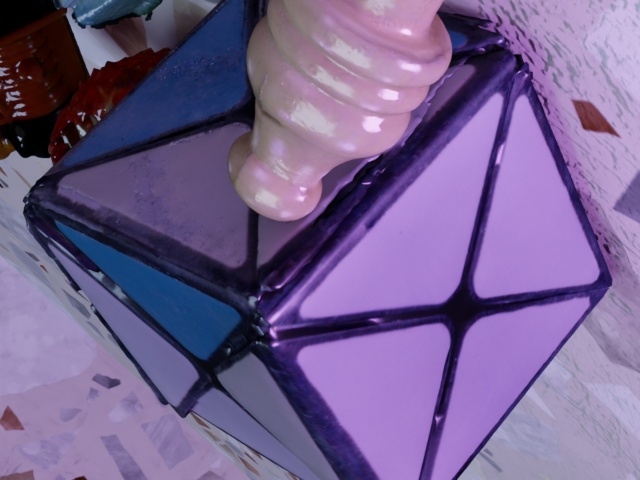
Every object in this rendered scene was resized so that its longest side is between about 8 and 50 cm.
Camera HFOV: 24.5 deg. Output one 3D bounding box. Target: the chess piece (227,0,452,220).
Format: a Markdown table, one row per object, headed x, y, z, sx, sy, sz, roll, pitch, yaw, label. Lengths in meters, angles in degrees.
| x | y | z | sx | sy | sz | roll | pitch | yaw | label |
| --- | --- | --- | --- | --- | --- | --- | --- | --- | --- |
| 0.028 | -0.128 | 0.882 | 0.139 | 0.124 | 0.307 | 28 | 126 | -2 | chess piece |

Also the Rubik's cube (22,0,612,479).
| x | y | z | sx | sy | sz | roll | pitch | yaw | label |
| --- | --- | --- | --- | --- | --- | --- | --- | --- | --- |
| 0.000 | 0.000 | 1.170 | 0.305 | 0.307 | 0.310 | 27 | 157 | 41 | Rubik's cube |

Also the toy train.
| x | y | z | sx | sy | sz | roll | pitch | yaw | label |
| --- | --- | --- | --- | --- | --- | --- | --- | --- | --- |
| -0.342 | -0.240 | 1.525 | 0.231 | 0.163 | 0.369 | 45 | 158 | 49 | toy train |

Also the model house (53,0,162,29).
| x | y | z | sx | sy | sz | roll | pitch | yaw | label |
| --- | --- | --- | --- | --- | --- | --- | --- | --- | --- |
| -0.166 | -0.275 | 1.279 | 0.148 | 0.119 | 0.148 | -19 | 95 | 44 | model house |

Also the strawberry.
| x | y | z | sx | sy | sz | roll | pitch | yaw | label |
| --- | --- | --- | --- | --- | --- | --- | --- | --- | --- |
| -0.147 | -0.077 | 1.517 | 0.261 | 0.257 | 0.261 | 12 | 118 | 22 | strawberry |
